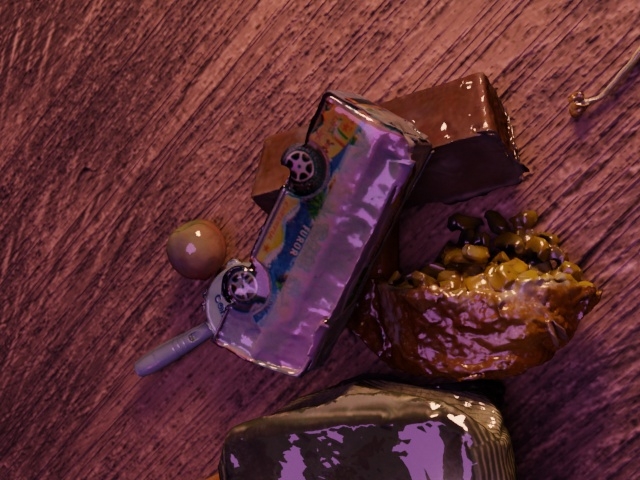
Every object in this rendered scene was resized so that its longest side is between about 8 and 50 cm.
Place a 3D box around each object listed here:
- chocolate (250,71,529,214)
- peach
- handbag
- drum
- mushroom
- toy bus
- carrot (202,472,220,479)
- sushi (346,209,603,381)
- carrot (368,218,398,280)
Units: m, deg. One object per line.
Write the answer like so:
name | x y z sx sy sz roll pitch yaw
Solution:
chocolate | 0.080 -0.102 1.183 0.321 0.112 0.111 -14 53 25
peach | -0.164 0.013 1.321 0.083 0.083 0.083 2 94 24
handbag | 0.072 0.280 1.147 0.341 0.240 0.247 -9 89 25
drum | -0.156 0.101 1.338 0.253 0.049 0.130 -14 88 24
mushroom | 0.376 -0.247 1.098 0.286 0.028 0.026 -49 32 18
toy bus | 0.000 0.000 1.087 0.138 0.112 0.316 30 108 19
carrot | -0.190 0.378 1.363 0.225 0.067 0.067 -31 81 21
sushi | 0.165 0.065 1.138 0.296 0.167 0.179 -5 98 35
carrot | 0.073 0.038 1.235 0.055 0.055 0.161 7 89 23
